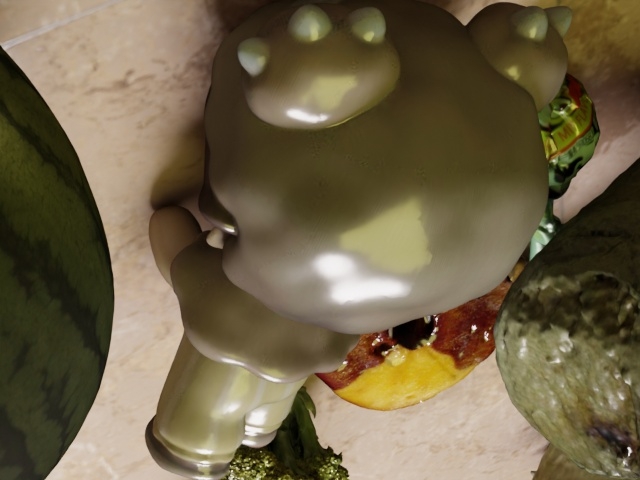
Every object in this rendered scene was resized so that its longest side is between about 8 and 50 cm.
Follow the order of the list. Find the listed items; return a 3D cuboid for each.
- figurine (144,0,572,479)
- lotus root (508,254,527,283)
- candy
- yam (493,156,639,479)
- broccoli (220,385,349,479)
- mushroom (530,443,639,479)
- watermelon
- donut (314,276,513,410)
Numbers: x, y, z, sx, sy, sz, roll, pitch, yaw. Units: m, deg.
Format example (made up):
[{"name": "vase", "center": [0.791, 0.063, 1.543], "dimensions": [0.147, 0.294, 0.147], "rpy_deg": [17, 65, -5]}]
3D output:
[{"name": "figurine", "center": [-0.001, 0.001, 1.083], "dimensions": [0.248, 0.203, 0.380], "rpy_deg": [-2, 138, -38]}, {"name": "lotus root", "center": [0.133, 0.040, 1.361], "dimensions": [0.030, 0.037, 0.083], "rpy_deg": [-5, 137, -29]}, {"name": "candy", "center": [0.156, -0.005, 1.265], "dimensions": [0.305, 0.083, 0.091], "rpy_deg": [85, 29, -48]}, {"name": "yam", "center": [0.268, 0.028, 1.221], "dimensions": [0.300, 0.195, 0.195], "rpy_deg": [-43, 154, -33]}, {"name": "broccoli", "center": [-0.040, 0.169, 1.346], "dimensions": [0.131, 0.130, 0.120], "rpy_deg": [10, 90, -7]}, {"name": "mushroom", "center": [0.322, 0.213, 1.576], "dimensions": [0.267, 0.189, 0.164], "rpy_deg": [-3, 123, -29]}, {"name": "watermelon", "center": [-0.245, 0.025, 0.885], "dimensions": [0.279, 0.279, 0.359], "rpy_deg": [-23, 143, -8]}, {"name": "donut", "center": [0.058, 0.047, 1.289], "dimensions": [0.166, 0.073, 0.184], "rpy_deg": [-41, 142, 18]}]
